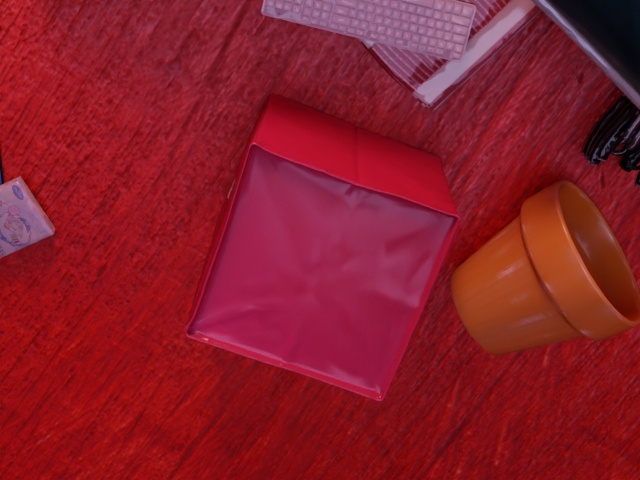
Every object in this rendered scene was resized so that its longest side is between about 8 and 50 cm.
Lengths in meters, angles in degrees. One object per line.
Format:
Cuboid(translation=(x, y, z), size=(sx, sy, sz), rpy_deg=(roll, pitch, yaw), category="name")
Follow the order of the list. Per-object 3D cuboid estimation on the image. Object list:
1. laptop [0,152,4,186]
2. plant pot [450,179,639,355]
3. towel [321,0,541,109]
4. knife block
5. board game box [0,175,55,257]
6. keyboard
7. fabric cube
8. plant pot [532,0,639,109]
Cuboid(translation=(-0.620, -0.220, 1.230), size=(0.382, 0.408, 0.236), rpy_deg=(-1, 77, 1), category="laptop")
Cuboid(translation=(0.280, 0.054, 1.330), size=(0.188, 0.205, 0.205), rpy_deg=(-30, 107, 27), category="plant pot")
Cuboid(translation=(0.109, -0.352, 1.262), size=(0.237, 0.037, 0.329), rpy_deg=(-42, 104, 14), category="towel")
Cuboid(translation=(0.443, -0.206, 1.292), size=(0.088, 0.242, 0.275), rpy_deg=(32, 63, -11), category="knife block")
Cuboid(translation=(-0.422, -0.030, 1.394), size=(0.090, 0.020, 0.090), rpy_deg=(-22, 116, 10), category="board game box")
Cuboid(translation=(0.059, -0.283, 1.261), size=(0.256, 0.014, 0.072), rpy_deg=(13, 109, -5), category="keyboard")
Cuboid(translation=(0.000, 0.000, 1.274), size=(0.259, 0.258, 0.254), rpy_deg=(20, 110, -5), category="fabric cube")
Cuboid(translation=(0.372, -0.340, 1.133), size=(0.248, 0.252, 0.247), rpy_deg=(41, 120, -13), category="plant pot")
